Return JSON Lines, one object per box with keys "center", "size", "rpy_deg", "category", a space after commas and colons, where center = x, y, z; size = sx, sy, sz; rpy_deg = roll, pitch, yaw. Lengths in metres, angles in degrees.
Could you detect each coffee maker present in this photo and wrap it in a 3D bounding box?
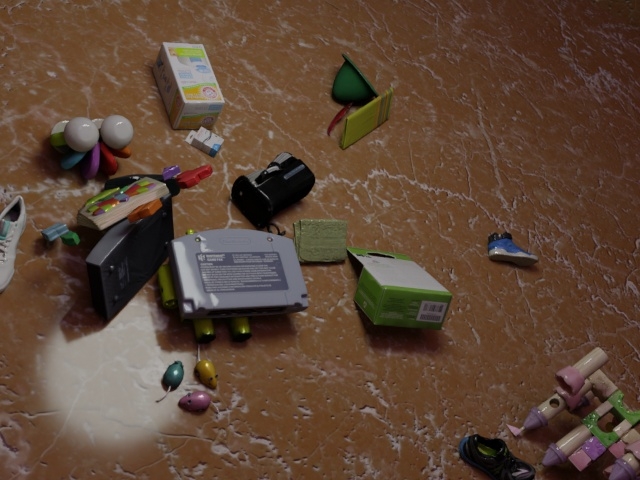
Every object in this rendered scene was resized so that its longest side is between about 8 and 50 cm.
{"center": [-0.102, -0.110, 2.055], "size": [0.178, 0.120, 0.171], "rpy_deg": [-34, 102, -41], "category": "coffee maker"}

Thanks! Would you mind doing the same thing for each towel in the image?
{"center": [0.000, 0.000, 2.038], "size": [0.148, 0.027, 0.110], "rpy_deg": [-2, 96, -29], "category": "towel"}
{"center": [0.130, -0.343, 2.361], "size": [0.021, 0.102, 0.237], "rpy_deg": [27, 42, 24], "category": "towel"}

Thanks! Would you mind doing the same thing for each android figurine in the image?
{"center": [-0.235, 0.093, 1.851], "size": [0.248, 0.056, 0.273], "rpy_deg": [3, 57, -28], "category": "android figurine"}

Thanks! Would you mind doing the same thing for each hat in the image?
{"center": [0.050, -0.410, 2.418], "size": [0.173, 0.183, 0.208], "rpy_deg": [50, 6, 3], "category": "hat"}

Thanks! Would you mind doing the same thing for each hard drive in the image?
{"center": [-0.389, 0.025, 1.744], "size": [0.054, 0.172, 0.255], "rpy_deg": [19, 43, 16], "category": "hard drive"}

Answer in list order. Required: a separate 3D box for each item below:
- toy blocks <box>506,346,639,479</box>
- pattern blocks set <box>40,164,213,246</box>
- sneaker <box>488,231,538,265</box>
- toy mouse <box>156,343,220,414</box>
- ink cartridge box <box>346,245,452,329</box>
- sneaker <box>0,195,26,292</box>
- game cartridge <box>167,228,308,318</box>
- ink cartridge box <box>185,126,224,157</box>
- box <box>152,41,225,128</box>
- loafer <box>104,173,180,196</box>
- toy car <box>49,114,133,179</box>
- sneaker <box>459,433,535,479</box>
{"center": [0.627, 0.466, 1.975], "size": [0.260, 0.309, 0.288], "rpy_deg": [-36, 62, -9], "category": "toy blocks"}
{"center": [-0.410, -0.080, 1.756], "size": [0.325, 0.285, 0.026], "rpy_deg": [-37, 117, -35], "category": "pattern blocks set"}
{"center": [0.531, 0.018, 2.335], "size": [0.152, 0.058, 0.085], "rpy_deg": [9, 61, -16], "category": "sneaker"}
{"center": [-0.264, 0.290, 1.697], "size": [0.143, 0.031, 0.161], "rpy_deg": [-16, 65, -37], "category": "toy mouse"}
{"center": [0.173, 0.111, 2.050], "size": [0.188, 0.097, 0.255], "rpy_deg": [7, 19, -24], "category": "ink cartridge box"}
{"center": [-0.630, 0.002, 1.669], "size": [0.080, 0.094, 0.212], "rpy_deg": [17, 50, -19], "category": "sneaker"}
{"center": [-0.179, 0.068, 1.827], "size": [0.294, 0.060, 0.196], "rpy_deg": [0, 64, -30], "category": "game cartridge"}
{"center": [-0.287, -0.249, 2.099], "size": [0.083, 0.028, 0.048], "rpy_deg": [29, 47, -7], "category": "ink cartridge box"}
{"center": [-0.333, -0.387, 2.128], "size": [0.114, 0.103, 0.203], "rpy_deg": [-4, 59, -31], "category": "box"}
{"center": [-0.407, -0.123, 1.926], "size": [0.170, 0.062, 0.061], "rpy_deg": [1, 17, -21], "category": "loafer"}
{"center": [-0.507, -0.205, 1.883], "size": [0.182, 0.159, 0.136], "rpy_deg": [-10, 98, -35], "category": "toy car"}
{"center": [0.401, 0.489, 1.887], "size": [0.188, 0.078, 0.067], "rpy_deg": [29, 47, -7], "category": "sneaker"}
